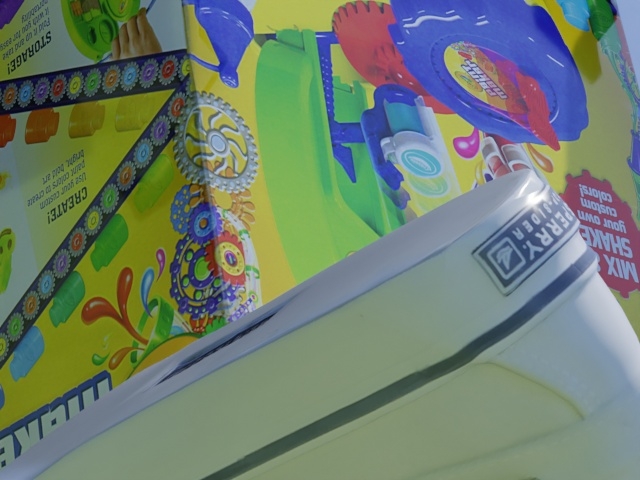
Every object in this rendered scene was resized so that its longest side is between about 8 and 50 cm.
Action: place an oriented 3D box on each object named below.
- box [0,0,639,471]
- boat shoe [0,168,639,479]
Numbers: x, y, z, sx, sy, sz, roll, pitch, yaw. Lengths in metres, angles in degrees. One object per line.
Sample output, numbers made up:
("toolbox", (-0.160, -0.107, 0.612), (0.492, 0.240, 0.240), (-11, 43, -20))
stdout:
("box", (0.000, 0.000, 0.753), (0.290, 0.279, 0.177), (14, -33, -42))
("boat shoe", (-0.021, 0.072, 0.464), (0.258, 0.095, 0.084), (-30, -84, 45))
